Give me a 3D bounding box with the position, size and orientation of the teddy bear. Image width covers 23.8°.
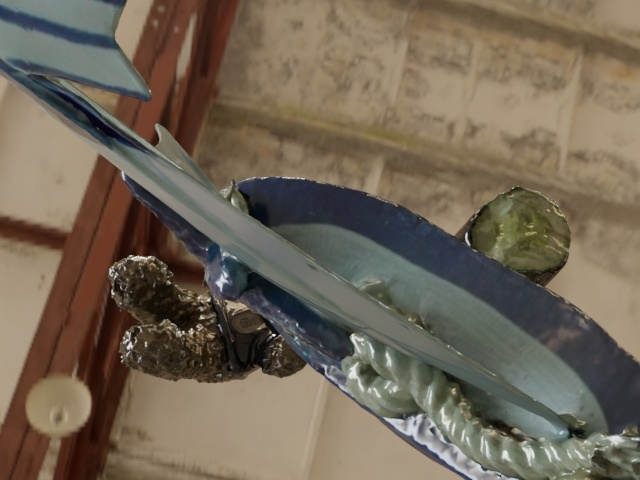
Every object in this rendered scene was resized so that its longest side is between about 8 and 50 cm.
[{"bbox_3d":[-0.088,0.077,1.435,0.251,0.129,0.182,-3,-131,-26],"label":"teddy bear"}]

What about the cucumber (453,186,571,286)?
[{"bbox_3d":[0.096,0.052,1.164,0.074,0.241,0.074,19,-131,-23],"label":"cucumber"}]

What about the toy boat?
[{"bbox_3d":[-0.010,-0.003,0.479,0.291,0.210,0.070,36,-96,-26],"label":"toy boat"}]
